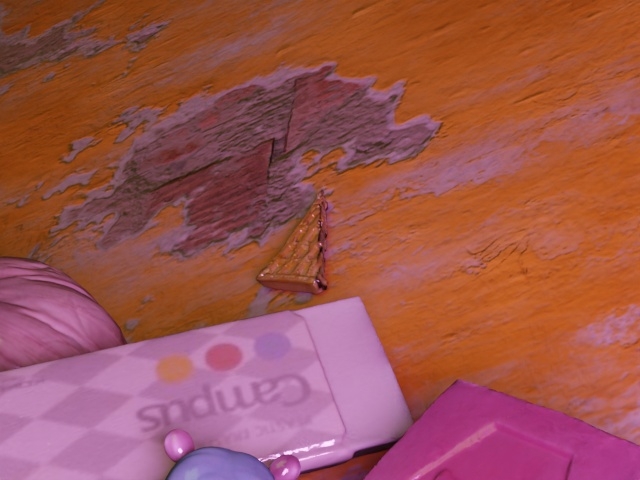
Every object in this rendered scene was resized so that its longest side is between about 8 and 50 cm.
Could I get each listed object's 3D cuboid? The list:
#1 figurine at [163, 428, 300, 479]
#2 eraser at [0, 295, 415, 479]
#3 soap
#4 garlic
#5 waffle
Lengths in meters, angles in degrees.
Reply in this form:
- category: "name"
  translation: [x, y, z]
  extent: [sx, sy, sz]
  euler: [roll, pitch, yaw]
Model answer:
- category: "figurine"
  translation: [-0.077, 0.290, 1.119]
  extent: [0.205, 0.103, 0.260]
  euler: [14, 85, 8]
- category: "eraser"
  translation: [-0.133, 0.161, 1.278]
  extent: [0.397, 0.082, 0.213]
  euler: [-12, 46, -11]
- category: "soap"
  translation: [0.082, 0.286, 1.027]
  extent: [0.359, 0.128, 0.233]
  euler: [-45, 33, -22]
- category: "garlic"
  translation: [-0.344, 0.151, 1.477]
  extent: [0.317, 0.259, 0.317]
  euler: [-28, 28, 16]
- category: "waffle"
  translation: [0.000, 0.000, 1.606]
  extent: [0.097, 0.023, 0.152]
  euler: [1, 44, 41]
